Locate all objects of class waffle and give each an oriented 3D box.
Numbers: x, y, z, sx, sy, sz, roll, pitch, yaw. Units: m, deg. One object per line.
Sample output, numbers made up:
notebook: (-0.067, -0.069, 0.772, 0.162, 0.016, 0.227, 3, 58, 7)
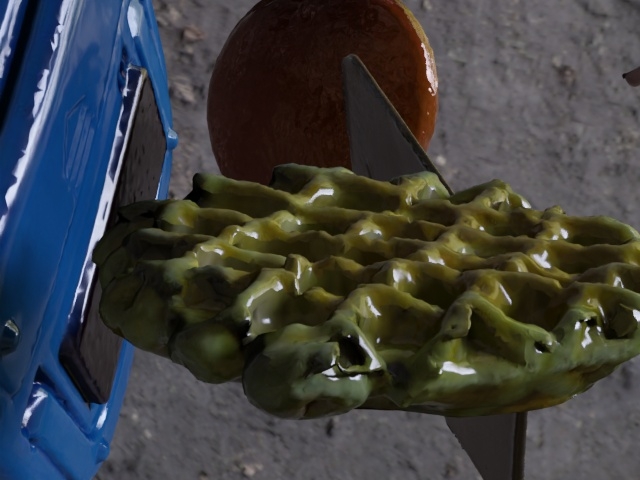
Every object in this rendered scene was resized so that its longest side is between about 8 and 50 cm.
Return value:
waffle: (0.025, 0.017, 0.463, 0.223, 0.204, 0.054, -5, 110, -25)

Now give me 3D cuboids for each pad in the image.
pad: (0.086, 0.037, 0.935, 0.018, 0.284, 0.286, -22, 141, -10)

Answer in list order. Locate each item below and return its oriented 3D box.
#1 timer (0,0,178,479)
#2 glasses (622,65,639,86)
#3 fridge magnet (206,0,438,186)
timer: (-0.163, -0.018, 0.661, 0.309, 0.115, 0.340, 89, 9, -66)
glasses: (0.312, -0.177, 0.848, 0.095, 0.162, 0.255, 5, 109, -46)
fridge magnet: (0.002, -0.193, 1.711, 0.155, 0.363, 0.364, 7, 102, -62)
